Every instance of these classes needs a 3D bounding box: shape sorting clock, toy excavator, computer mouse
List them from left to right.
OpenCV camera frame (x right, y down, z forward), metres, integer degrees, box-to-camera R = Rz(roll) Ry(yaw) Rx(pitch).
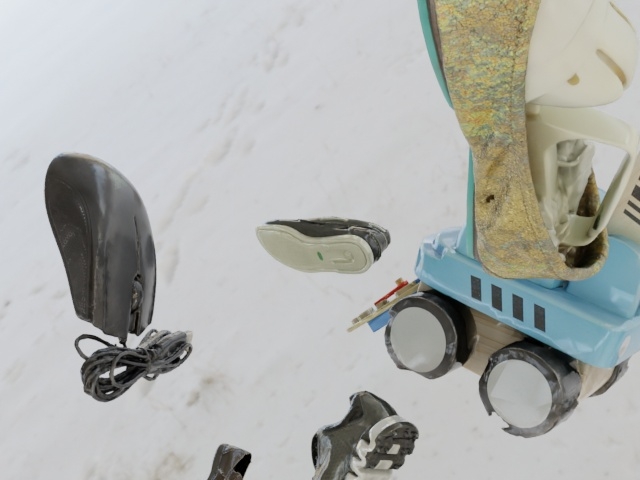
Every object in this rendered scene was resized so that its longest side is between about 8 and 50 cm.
[{"bbox_3d":[-0.215,0.024,0.973,0.072,0.272,0.188,-19,-2,22],"label":"computer mouse"},{"bbox_3d":[0.122,0.072,1.278,0.206,0.040,0.206,-33,-1,0],"label":"shape sorting clock"},{"bbox_3d":[0.325,0.000,1.017,0.433,0.445,0.222,25,23,33],"label":"toy excavator"}]

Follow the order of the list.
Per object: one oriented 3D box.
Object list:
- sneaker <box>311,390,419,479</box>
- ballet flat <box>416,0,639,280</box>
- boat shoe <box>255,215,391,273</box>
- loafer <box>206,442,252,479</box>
[{"bbox_3d":[0.023,0.272,1.043,0.234,0.078,0.106,-60,40,18],"label":"sneaker"},{"bbox_3d":[0.140,-0.087,0.554,0.123,0.348,0.123,-8,52,10],"label":"ballet flat"},{"bbox_3d":[0.000,0.000,1.382,0.233,0.084,0.079,6,38,38],"label":"boat shoe"},{"bbox_3d":[-0.186,0.496,1.788,0.078,0.080,0.220,-6,39,14],"label":"loafer"}]
